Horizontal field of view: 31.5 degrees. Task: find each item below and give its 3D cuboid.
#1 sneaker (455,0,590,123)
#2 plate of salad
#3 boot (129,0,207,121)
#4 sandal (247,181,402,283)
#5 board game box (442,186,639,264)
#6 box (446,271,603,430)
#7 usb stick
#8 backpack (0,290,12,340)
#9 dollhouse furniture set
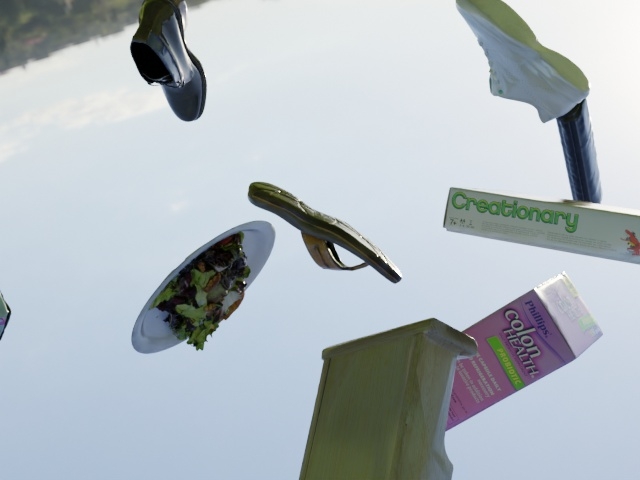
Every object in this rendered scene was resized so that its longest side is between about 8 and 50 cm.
[{"bbox_3d":[0.239,-0.229,1.448,0.094,0.212,0.080,-42,-167,37],"label":"sneaker"},{"bbox_3d":[-0.118,0.058,1.223,0.200,0.048,0.200,-38,161,-16],"label":"plate of salad"},{"bbox_3d":[-0.215,-0.228,1.554,0.082,0.219,0.106,5,-134,16],"label":"boot"},{"bbox_3d":[0.000,0.000,1.405,0.219,0.060,0.090,28,-170,-6],"label":"sandal"},{"bbox_3d":[0.311,-0.011,1.237,0.305,0.053,0.193,11,-174,27],"label":"board game box"},{"bbox_3d":[0.278,0.168,1.714,0.243,0.117,0.213,-35,171,22],"label":"box"},{"bbox_3d":[0.416,-0.138,1.814,0.045,0.278,0.077,6,-122,24],"label":"usb stick"},{"bbox_3d":[-0.473,0.083,1.425,0.115,0.152,0.182,19,-169,-46],"label":"backpack"},{"bbox_3d":[0.177,0.285,1.192,0.362,0.394,0.256,-21,-132,49],"label":"dollhouse furniture set"}]
